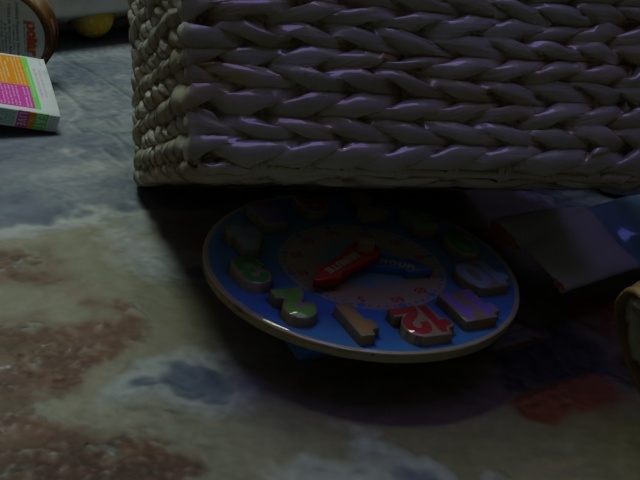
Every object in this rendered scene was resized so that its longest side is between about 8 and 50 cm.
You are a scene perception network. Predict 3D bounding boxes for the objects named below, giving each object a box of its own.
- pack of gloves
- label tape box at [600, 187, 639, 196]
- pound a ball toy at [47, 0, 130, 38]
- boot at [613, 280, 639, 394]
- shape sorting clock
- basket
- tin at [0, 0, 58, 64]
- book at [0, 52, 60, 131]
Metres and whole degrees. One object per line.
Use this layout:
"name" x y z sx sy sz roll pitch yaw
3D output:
"pack of gloves" 0.261 0.042 0.734 0.232 0.046 0.195 -9 44 -32
"label tape box" 0.358 -0.124 1.020 0.348 0.115 0.249 10 24 15
"pound a ball toy" -0.297 -0.316 1.274 0.319 0.135 0.208 -17 9 -42
"boot" 0.329 0.092 0.558 0.270 0.089 0.236 -18 67 -14
"shape sorting clock" 0.027 0.015 0.655 0.206 0.040 0.206 9 31 -5
"basket" 0.024 -0.169 0.734 0.331 0.266 0.328 1 3 -16
"tin" -0.363 -0.213 1.023 0.190 0.106 0.040 3 33 -7
"book" -0.317 -0.141 0.920 0.144 0.035 0.096 7 33 -32
